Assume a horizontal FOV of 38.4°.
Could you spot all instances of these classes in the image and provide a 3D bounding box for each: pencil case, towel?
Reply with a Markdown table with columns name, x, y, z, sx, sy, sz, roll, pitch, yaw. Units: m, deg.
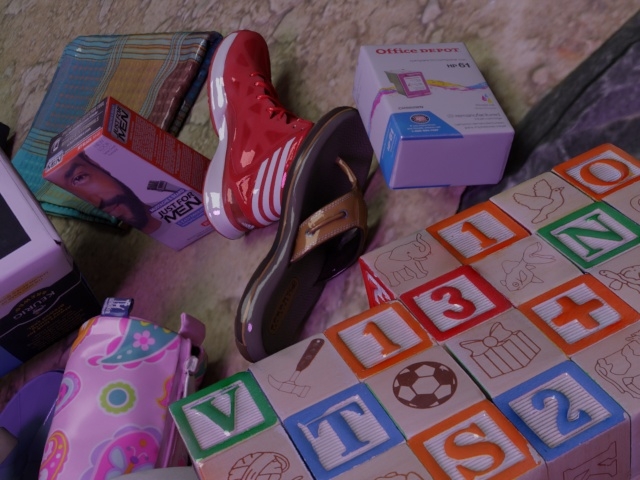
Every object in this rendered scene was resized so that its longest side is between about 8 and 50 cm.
| name | x | y | z | sx | sy | sz | roll | pitch | yaw |
| --- | --- | --- | --- | --- | --- | --- | --- | --- | --- |
| pencil case | -0.164 | 0.196 | 0.745 | 0.124 | 0.124 | 0.284 | -21 | 49 | 37 |
| towel | -0.290 | -0.154 | 1.193 | 0.370 | 0.040 | 0.271 | 12 | 74 | 50 |

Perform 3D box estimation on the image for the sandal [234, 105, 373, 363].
| name | x | y | z | sx | sy | sz | roll | pitch | yaw |
| --- | --- | --- | --- | --- | --- | --- | --- | --- | --- |
| sandal | 0.000 | 0.000 | 0.735 | 0.060 | 0.090 | 0.219 | 16 | 74 | 34 |

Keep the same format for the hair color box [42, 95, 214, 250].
| name | x | y | z | sx | sy | sz | roll | pitch | yaw |
| --- | --- | --- | --- | --- | --- | --- | --- | --- | --- |
| hair color box | -0.169 | -0.059 | 0.888 | 0.093 | 0.167 | 0.053 | -27 | 46 | 33 |

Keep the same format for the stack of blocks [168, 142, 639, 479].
| name | x | y | z | sx | sy | sz | roll | pitch | yaw |
| --- | --- | --- | --- | --- | --- | --- | --- | --- | --- |
| stack of blocks | 0.083 | 0.074 | 0.466 | 0.297 | 0.087 | 0.171 | -25 | 37 | -14 |

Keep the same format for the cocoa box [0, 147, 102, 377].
| name | x | y | z | sx | sy | sz | roll | pitch | yaw |
| --- | --- | --- | --- | --- | --- | --- | --- | --- | --- |
| cocoa box | -0.430 | 0.048 | 0.892 | 0.347 | 0.228 | 0.231 | -34 | 75 | -13 |

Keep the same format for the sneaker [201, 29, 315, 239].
| name | x | y | z | sx | sy | sz | roll | pitch | yaw |
| --- | --- | --- | --- | --- | --- | --- | --- | --- | --- |
| sneaker | -0.037 | -0.113 | 0.871 | 0.128 | 0.087 | 0.221 | -13 | 67 | 32 |

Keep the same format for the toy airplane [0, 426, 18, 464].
| name | x | y | z | sx | sy | sz | roll | pitch | yaw |
| --- | --- | --- | --- | --- | --- | --- | --- | --- | --- |
| toy airplane | -0.375 | 0.322 | 0.694 | 0.386 | 0.272 | 0.384 | -34 | 19 | -17 |

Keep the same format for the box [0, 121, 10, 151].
| name | x | y | z | sx | sy | sz | roll | pitch | yaw |
| --- | --- | --- | --- | --- | --- | --- | --- | --- | --- |
| box | -0.728 | 0.051 | 1.313 | 0.480 | 0.297 | 0.472 | -31 | 46 | 30 |

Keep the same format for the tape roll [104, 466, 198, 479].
| name | x | y | z | sx | sy | sz | roll | pitch | yaw |
| --- | --- | --- | --- | --- | --- | --- | --- | --- | --- |
| tape roll | -0.083 | 0.271 | 0.500 | 0.246 | 0.246 | 0.169 | -52 | 38 | 7 |

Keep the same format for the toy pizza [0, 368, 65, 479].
| name | x | y | z | sx | sy | sz | roll | pitch | yaw |
| --- | --- | --- | --- | --- | --- | --- | --- | --- | --- |
| toy pizza | -0.287 | 0.228 | 0.924 | 0.201 | 0.032 | 0.201 | -27 | 47 | 34 |

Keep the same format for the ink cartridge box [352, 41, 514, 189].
| name | x | y | z | sx | sy | sz | roll | pitch | yaw |
| --- | --- | --- | --- | --- | --- | --- | --- | --- | --- |
| ink cartridge box | 0.082 | -0.098 | 0.702 | 0.122 | 0.088 | 0.052 | -107 | 18 | -45 |
